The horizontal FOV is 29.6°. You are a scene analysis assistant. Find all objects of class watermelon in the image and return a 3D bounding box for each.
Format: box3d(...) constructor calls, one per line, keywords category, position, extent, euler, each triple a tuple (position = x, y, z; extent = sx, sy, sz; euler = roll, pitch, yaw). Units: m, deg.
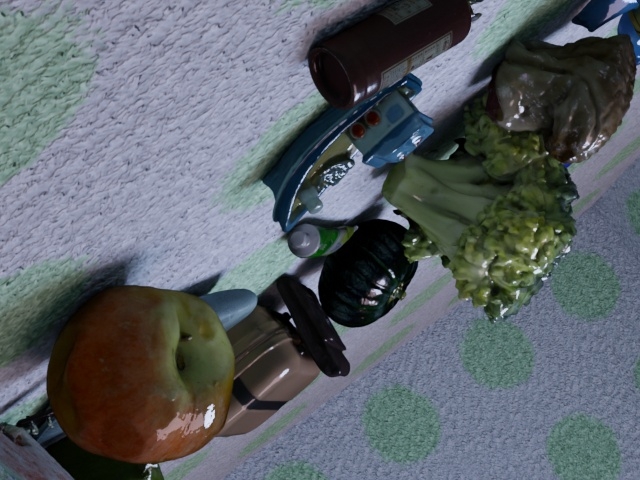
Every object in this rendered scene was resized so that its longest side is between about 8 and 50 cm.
box3d(category="watermelon", position=(-0.404, 0.337, 1.496), extent=(0.175, 0.188, 0.322), euler=(-46, 165, -4))

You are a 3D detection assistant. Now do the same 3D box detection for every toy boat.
box3d(category="toy boat", position=(0.032, -0.100, 1.414), extent=(0.238, 0.098, 0.109), euler=(-41, 165, 13))

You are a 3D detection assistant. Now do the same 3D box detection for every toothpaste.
box3d(category="toothpaste", position=(0.000, 0.000, 1.819), extent=(0.078, 0.047, 0.248), euler=(-39, 170, 11))

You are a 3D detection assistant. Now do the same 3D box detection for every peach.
box3d(category="peach", position=(-0.211, 0.159, 1.394), extent=(0.214, 0.214, 0.235), euler=(-29, -176, -40))

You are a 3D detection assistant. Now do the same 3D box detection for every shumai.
box3d(category="shumai", position=(0.341, -0.235, 1.715), extent=(0.218, 0.185, 0.184), euler=(-57, -163, -20))

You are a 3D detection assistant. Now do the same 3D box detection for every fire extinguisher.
box3d(category="fire extinguisher", position=(0.087, -0.213, 1.249), extent=(0.231, 0.071, 0.099), euler=(-34, -165, -29))

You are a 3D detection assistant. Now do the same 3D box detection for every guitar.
box3d(category="guitar", position=(-0.256, 0.187, 1.542), extent=(0.271, 0.038, 0.084), euler=(-25, 160, -13))

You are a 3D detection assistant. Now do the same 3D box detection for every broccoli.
box3d(category="broccoli", position=(0.222, -0.038, 1.844), extent=(0.293, 0.280, 0.348), euler=(-38, -147, 47))

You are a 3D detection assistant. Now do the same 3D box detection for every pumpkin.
box3d(category="pumpkin", position=(0.082, 0.056, 2.009), extent=(0.202, 0.140, 0.202), euler=(-48, 166, -16))

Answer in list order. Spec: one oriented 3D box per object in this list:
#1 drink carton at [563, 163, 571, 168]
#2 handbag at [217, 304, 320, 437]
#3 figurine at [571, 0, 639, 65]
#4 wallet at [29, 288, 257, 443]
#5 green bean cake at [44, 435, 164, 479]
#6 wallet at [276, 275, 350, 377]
box3d(category="drink carton", position=(0.356, -0.095, 2.393), extent=(0.130, 0.107, 0.315), euler=(-29, 166, -34))
box3d(category="handbag", position=(-0.147, 0.240, 2.029), extent=(0.283, 0.149, 0.302), euler=(-37, 170, 2))
box3d(category="figurine", position=(0.553, -0.347, 1.784), extent=(0.416, 0.297, 0.243), euler=(-20, 128, -63))
box3d(category="wallet", position=(-0.250, 0.166, 1.669), extent=(0.290, 0.054, 0.251), euler=(-41, 165, 35))
box3d(category="green bean cake", position=(-0.361, 0.405, 1.745), extent=(0.246, 0.156, 0.250), euler=(5, -153, 46))
box3d(category="wallet", position=(-0.003, 0.148, 2.030), extent=(0.049, 0.182, 0.229), euler=(-29, 170, 3))
